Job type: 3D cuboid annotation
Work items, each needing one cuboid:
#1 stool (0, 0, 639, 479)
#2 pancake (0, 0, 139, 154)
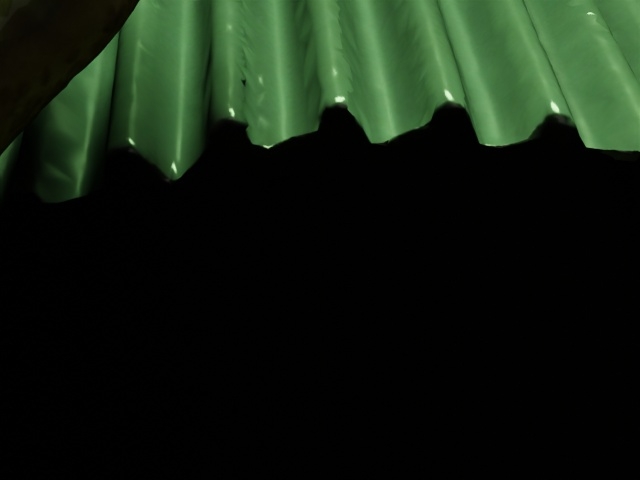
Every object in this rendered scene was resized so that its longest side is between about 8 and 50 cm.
[{"bbox_3d":[0.000,0.000,0.606,0.297,0.297,0.330,6,34,-9],"label":"stool"},{"bbox_3d":[-0.104,-0.049,0.466,0.033,0.288,0.286,46,42,-19],"label":"pancake"}]
